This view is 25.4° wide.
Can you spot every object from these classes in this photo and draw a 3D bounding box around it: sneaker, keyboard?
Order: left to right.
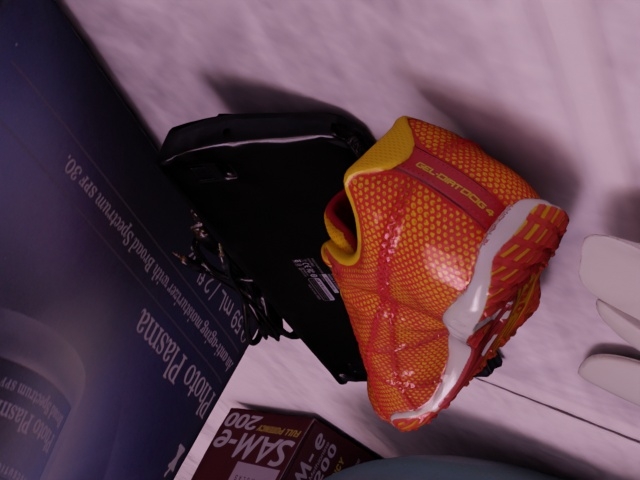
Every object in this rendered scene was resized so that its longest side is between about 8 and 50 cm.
[{"bbox_3d":[0.000,0.000,0.526,0.100,0.038,0.192,-4,149,20],"label":"keyboard"},{"bbox_3d":[0.033,0.011,0.455,0.067,0.064,0.175,40,158,14],"label":"sneaker"}]

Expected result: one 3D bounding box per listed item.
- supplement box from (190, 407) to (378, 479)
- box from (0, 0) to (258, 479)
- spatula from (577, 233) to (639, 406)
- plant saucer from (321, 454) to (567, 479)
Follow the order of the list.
[{"bbox_3d":[0.041,0.204,0.964,0.239,0.073,0.130,35,162,-22],"label":"supplement box"},{"bbox_3d":[-0.193,0.067,0.563,0.183,0.294,0.296,22,163,24],"label":"box"},{"bbox_3d":[0.188,0.069,0.417,0.242,0.019,0.168,25,162,17],"label":"spatula"},{"bbox_3d":[0.132,0.204,0.777,0.317,0.043,0.317,22,151,13],"label":"plant saucer"}]
